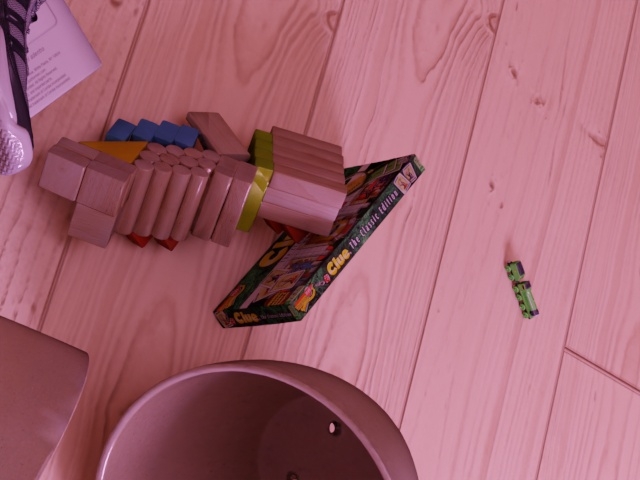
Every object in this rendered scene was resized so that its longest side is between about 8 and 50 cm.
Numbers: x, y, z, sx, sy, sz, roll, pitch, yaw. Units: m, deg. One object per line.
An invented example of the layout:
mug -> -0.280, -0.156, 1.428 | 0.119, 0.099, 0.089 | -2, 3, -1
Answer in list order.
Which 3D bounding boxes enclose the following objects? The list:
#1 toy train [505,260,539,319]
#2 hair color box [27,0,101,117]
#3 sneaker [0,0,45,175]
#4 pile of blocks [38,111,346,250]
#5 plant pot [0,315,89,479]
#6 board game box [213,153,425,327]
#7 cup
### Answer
toy train -> 0.262, 0.064, 2.079 | 0.017, 0.024, 0.083 | -31, 104, -39
hair color box -> -0.389, -0.268, 1.501 | 0.185, 0.113, 0.374 | -43, 113, -36
sneaker -> -0.273, -0.201, 1.447 | 0.153, 0.101, 0.268 | -21, 95, -38
pile of blocks -> -0.140, -0.053, 1.712 | 0.362, 0.149, 0.112 | 2, 126, -32
plant pot -> -0.383, 0.135, 1.388 | 0.274, 0.256, 0.256 | 34, 62, -15
board game box -> 0.000, 0.000, 1.787 | 0.030, 0.136, 0.259 | 54, 54, -19
cup -> -0.029, 0.261, 1.640 | 0.237, 0.331, 0.331 | -22, 99, -65
